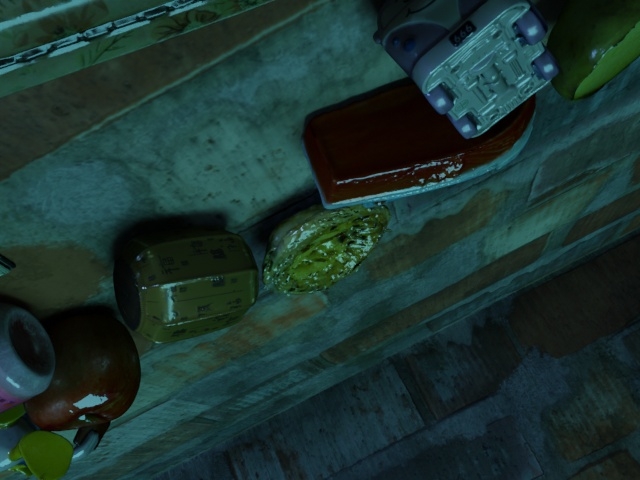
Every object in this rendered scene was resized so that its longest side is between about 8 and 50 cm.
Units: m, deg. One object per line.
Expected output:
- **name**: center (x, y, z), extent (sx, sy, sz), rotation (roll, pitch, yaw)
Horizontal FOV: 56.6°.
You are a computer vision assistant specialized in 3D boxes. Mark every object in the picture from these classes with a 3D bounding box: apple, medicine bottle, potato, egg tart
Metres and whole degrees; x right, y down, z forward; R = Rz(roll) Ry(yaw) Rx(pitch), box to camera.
- **apple**: center (-0.384, 0.214, 0.955), extent (0.181, 0.168, 0.181), rotation (-20, 160, -8)
- **medicine bottle**: center (-0.506, 0.194, 0.813), extent (0.247, 0.147, 0.147), rotation (-27, 157, -1)
- **potato**: center (0.385, -0.301, 0.757), extent (0.272, 0.111, 0.160), rotation (-43, 163, 3)
- **egg tart**: center (0.000, 0.000, 1.015), extent (0.252, 0.098, 0.232), rotation (-23, 151, -20)

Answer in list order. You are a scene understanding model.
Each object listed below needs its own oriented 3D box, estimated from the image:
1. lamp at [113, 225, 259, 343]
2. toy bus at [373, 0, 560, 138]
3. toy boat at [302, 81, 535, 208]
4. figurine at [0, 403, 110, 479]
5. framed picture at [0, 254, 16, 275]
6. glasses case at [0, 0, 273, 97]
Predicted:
- **lamp**: center (-0.192, 0.060, 0.857), extent (0.185, 0.161, 0.161), rotation (-11, 153, -35)
- **toy bus**: center (0.158, -0.215, 0.653), extent (0.142, 0.142, 0.202), rotation (-36, 157, 20)
- **toy boat**: center (0.146, -0.130, 0.816), extent (0.332, 0.145, 0.133), rotation (-17, 156, -7)
- **figurine**: center (-0.567, 0.368, 1.162), extent (0.338, 0.204, 0.283), rotation (-27, 168, 33)
- **framed picture**: center (-0.511, 0.050, 0.663), extent (0.252, 0.014, 0.197), rotation (-24, 157, -6)
- **glasses case**: center (-0.167, -0.179, 0.361), extent (0.425, 0.156, 0.098), rotation (-23, 159, -9)
